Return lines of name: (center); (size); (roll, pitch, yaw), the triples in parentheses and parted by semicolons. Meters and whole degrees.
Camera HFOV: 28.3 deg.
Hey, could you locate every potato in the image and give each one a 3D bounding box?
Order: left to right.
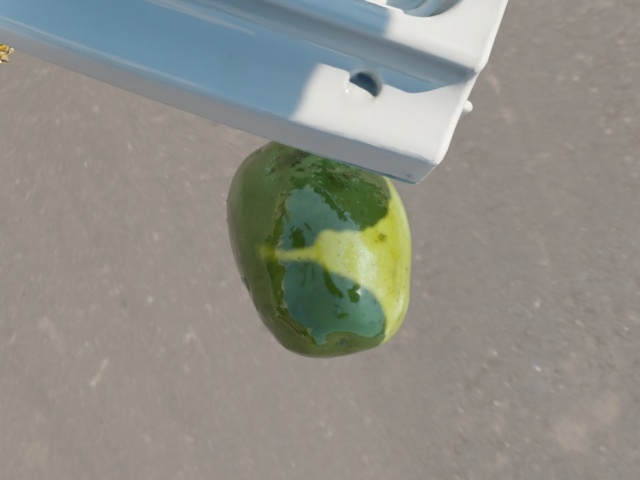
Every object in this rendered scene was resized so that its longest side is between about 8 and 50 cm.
potato: (-0.003, -0.001, 1.510); (0.215, 0.304, 0.216); (-5, 137, -5)

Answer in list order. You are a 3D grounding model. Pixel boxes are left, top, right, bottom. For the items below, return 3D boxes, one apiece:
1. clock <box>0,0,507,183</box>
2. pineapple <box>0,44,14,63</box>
clock: (-0.015, -0.180, 0.513); (0.231, 0.116, 0.262); (19, 87, -7)
pineapple: (-0.278, -0.237, 1.074); (0.136, 0.176, 0.162); (-24, 68, 7)
